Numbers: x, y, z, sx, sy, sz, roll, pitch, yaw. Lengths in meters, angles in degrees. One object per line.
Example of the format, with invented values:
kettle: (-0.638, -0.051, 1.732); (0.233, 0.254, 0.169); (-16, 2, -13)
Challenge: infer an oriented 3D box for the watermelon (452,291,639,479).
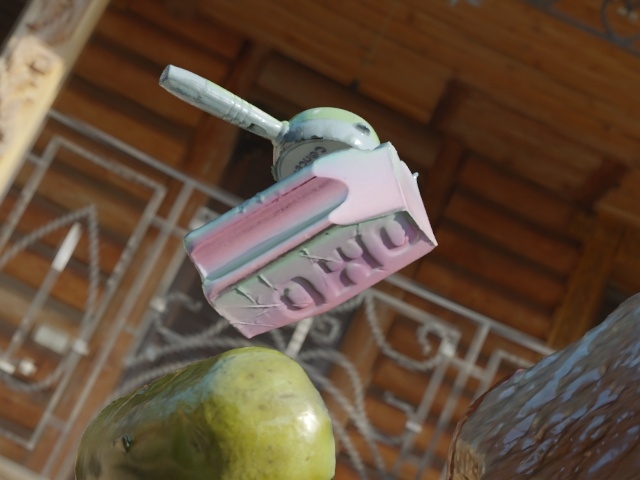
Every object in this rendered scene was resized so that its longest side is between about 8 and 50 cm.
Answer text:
watermelon: (0.153, 0.088, 0.528); (0.302, 0.264, 0.151); (-20, -72, 22)

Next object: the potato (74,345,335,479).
potato: (-0.110, 0.176, 1.189); (0.111, 0.160, 0.271); (-8, -10, -43)

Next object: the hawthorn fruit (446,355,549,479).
hawthorn fruit: (0.197, 0.210, 1.139); (0.205, 0.205, 0.253); (2, -68, 48)

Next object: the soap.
soap: (0.000, 0.000, 0.997); (0.056, 0.149, 0.100); (63, 6, 28)

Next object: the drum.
drum: (-0.038, -0.124, 1.634); (0.130, 0.049, 0.253); (-28, -51, 33)
